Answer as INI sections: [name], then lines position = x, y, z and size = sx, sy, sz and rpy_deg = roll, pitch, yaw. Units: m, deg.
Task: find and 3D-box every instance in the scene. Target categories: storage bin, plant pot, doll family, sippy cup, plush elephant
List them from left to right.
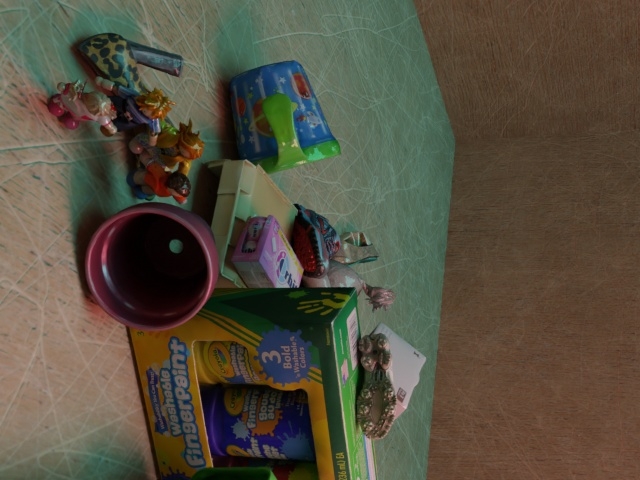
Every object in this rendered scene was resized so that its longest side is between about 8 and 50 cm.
[doll family]
position = -0.265, -0.169, 1.030
size = 0.263, 0.163, 0.118
rpy_deg = 48, 61, -35
[plant pot]
position = -0.255, 0.026, 1.134
size = 0.180, 0.201, 0.201
rpy_deg = -69, 154, -76
[storage bin]
position = -0.165, 0.002, 1.433
size = 0.260, 0.123, 0.262
rpy_deg = 49, 46, -58
[sippy cup]
position = -0.094, -0.266, 1.515
size = 0.240, 0.305, 0.224
rpy_deg = -20, 98, -38
[plush elephant]
position = -0.016, 0.181, 1.645
size = 0.255, 0.330, 0.272
rpy_deg = -58, 153, -23

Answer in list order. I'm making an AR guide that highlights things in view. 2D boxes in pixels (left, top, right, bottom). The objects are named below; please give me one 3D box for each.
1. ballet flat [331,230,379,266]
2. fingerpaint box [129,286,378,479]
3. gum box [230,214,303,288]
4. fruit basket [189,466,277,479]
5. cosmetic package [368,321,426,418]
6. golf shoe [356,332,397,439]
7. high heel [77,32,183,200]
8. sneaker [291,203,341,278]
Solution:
[ballet flat]
position = 0.107, 0.024, 2.150
size = 0.316, 0.108, 0.106
rpy_deg = -6, 87, -70
[fingerpaint box]
position = -0.107, 0.317, 1.227
size = 0.163, 0.371, 0.444
rpy_deg = -43, 129, -65
[gum box]
position = -0.101, 0.046, 1.340
size = 0.188, 0.062, 0.107
rpy_deg = 64, 33, -47
[fruit basket]
position = -0.212, 0.480, 0.984
size = 0.392, 0.283, 0.392
rpy_deg = 15, 66, -36
[cosmetic package]
position = 0.073, 0.408, 1.685
size = 0.385, 0.156, 0.217
rpy_deg = -55, 177, 29
[golf shoe]
position = 0.102, 0.250, 1.179
size = 0.086, 0.069, 0.176
rpy_deg = 48, 45, -71
[high heel]
position = -0.325, -0.199, 1.131
size = 0.186, 0.093, 0.261
rpy_deg = 2, 98, -49
[sneaker]
position = 0.000, 0.000, 1.562
size = 0.104, 0.125, 0.262
rpy_deg = -64, -157, 25
